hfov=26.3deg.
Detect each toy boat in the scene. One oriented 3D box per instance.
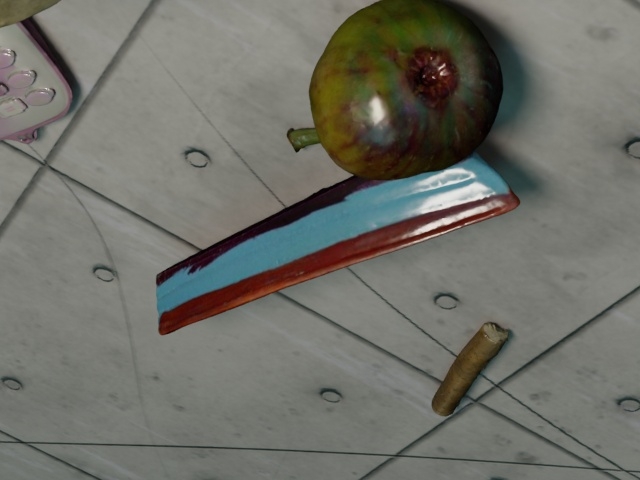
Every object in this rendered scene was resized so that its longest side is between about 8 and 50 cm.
[{"bbox_3d":[0.000,0.000,1.206,0.392,0.136,0.079,-24,94,38],"label":"toy boat"}]

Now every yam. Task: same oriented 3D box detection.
[{"bbox_3d":[0.145,0.128,1.358,0.032,0.032,0.145,20,139,-4],"label":"yam"}]

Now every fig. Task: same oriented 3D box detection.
[{"bbox_3d":[0.042,-0.100,1.081,0.149,0.149,0.245,28,163,-13],"label":"fig"}]

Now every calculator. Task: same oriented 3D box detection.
[{"bbox_3d":[-0.338,-0.183,1.163,0.194,0.043,0.294,-14,135,30],"label":"calculator"}]

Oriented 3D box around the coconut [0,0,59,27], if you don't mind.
[{"bbox_3d":[-0.262,-0.304,0.764,0.415,0.345,0.415,51,165,19],"label":"coconut"}]
